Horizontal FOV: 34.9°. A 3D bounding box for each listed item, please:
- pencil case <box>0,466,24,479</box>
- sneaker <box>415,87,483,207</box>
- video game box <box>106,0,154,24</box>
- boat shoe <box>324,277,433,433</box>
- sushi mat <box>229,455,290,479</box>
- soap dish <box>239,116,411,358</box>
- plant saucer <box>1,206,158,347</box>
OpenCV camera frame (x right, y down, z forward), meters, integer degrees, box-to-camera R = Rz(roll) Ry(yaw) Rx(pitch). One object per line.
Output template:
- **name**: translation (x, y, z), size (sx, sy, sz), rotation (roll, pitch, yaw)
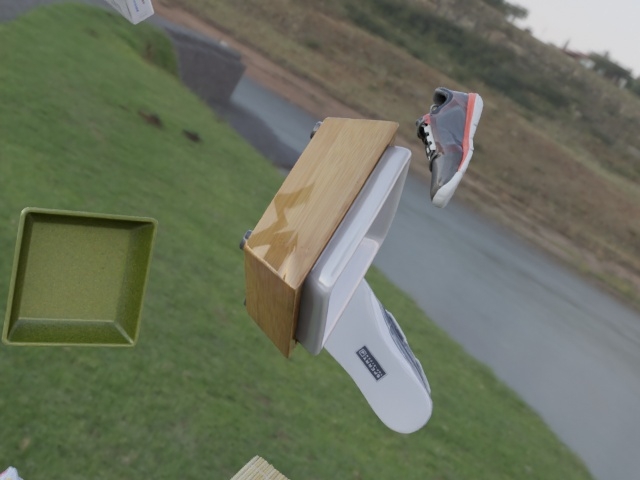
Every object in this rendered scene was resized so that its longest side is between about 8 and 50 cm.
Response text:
- **pencil case**: translation (-0.397, 0.456, 1.479), size (0.273, 0.113, 0.124), rotation (45, -21, -6)
- **sneaker**: translation (0.127, -0.101, 1.087), size (0.065, 0.061, 0.158), rotation (20, 52, -2)
- **video game box**: translation (-0.353, -0.465, 1.603), size (0.205, 0.048, 0.187), rotation (42, -20, 36)
- **boat shoe**: translation (0.073, 0.146, 1.528), size (0.301, 0.108, 0.102), rotation (54, 13, 4)
- **sushi mat**: translation (-0.129, 0.463, 1.589), size (0.151, 0.019, 0.316), rotation (34, 36, 15)
- **soap dish**: translation (0.000, 0.000, 1.220), size (0.118, 0.229, 0.291), rotation (29, -20, 7)
- **plant saucer**: translation (-0.327, 0.048, 1.368), size (0.188, 0.188, 0.045), rotation (5, 13, -33)
